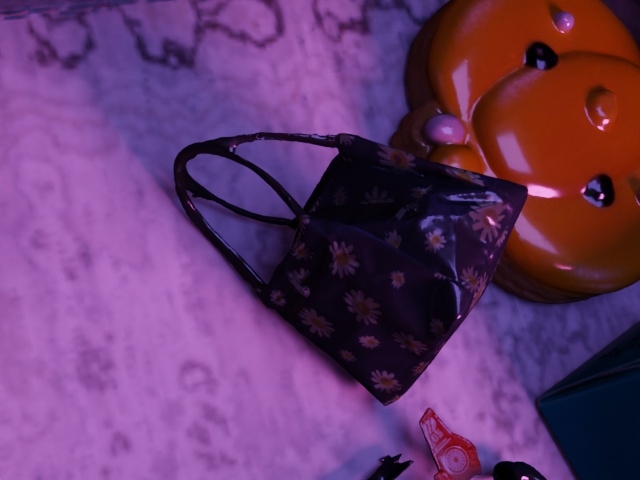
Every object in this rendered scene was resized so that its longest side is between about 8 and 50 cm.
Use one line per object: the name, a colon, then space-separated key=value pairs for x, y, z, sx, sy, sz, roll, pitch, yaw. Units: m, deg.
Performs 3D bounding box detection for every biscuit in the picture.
biscuit: x=0.110 y=-0.052 z=0.774 sx=0.170 sy=0.050 sz=0.170 roll=10 pitch=69 yaw=-28

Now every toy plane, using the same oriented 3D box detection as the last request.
toy plane: x=0.020 y=0.132 z=0.670 sx=0.060 sy=0.037 sz=0.145 roll=48 pitch=60 yaw=3

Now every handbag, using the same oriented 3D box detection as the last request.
handbag: x=0.000 y=0.000 z=0.669 sx=0.139 sy=0.115 sz=0.072 roll=25 pitch=62 yaw=-3

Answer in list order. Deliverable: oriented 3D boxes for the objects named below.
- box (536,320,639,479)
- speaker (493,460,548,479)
box: x=0.233 y=0.136 z=0.765 sx=0.153 sy=0.092 sz=0.245 roll=-30 pitch=90 yaw=-34
speaker: x=0.093 y=0.140 z=0.696 sx=0.075 sy=0.060 sz=0.094 roll=24 pitch=63 yaw=-24
